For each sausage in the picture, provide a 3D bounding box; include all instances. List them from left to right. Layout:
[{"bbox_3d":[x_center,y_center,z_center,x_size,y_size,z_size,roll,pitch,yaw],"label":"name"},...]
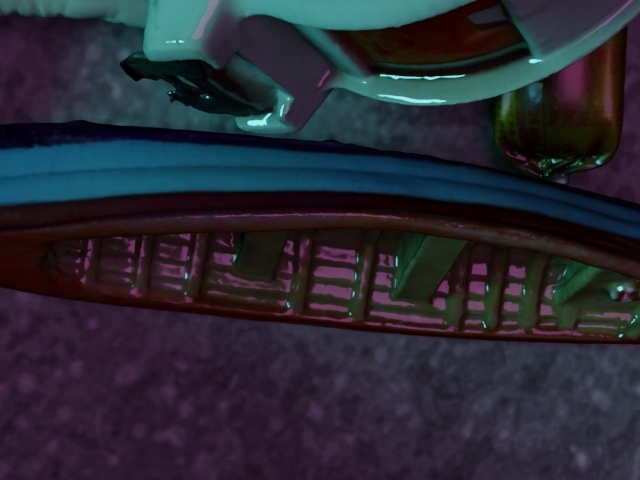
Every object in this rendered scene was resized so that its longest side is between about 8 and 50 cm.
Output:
[{"bbox_3d":[0.132,-0.200,0.560,0.082,0.082,0.371,0,95,-10],"label":"sausage"}]

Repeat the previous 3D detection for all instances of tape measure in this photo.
[{"bbox_3d":[0.051,-0.173,0.474,0.246,0.125,0.243,4,76,28],"label":"tape measure"}]

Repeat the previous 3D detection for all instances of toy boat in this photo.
[{"bbox_3d":[0.000,0.000,0.539,0.392,0.136,0.079,7,63,-7],"label":"toy boat"}]

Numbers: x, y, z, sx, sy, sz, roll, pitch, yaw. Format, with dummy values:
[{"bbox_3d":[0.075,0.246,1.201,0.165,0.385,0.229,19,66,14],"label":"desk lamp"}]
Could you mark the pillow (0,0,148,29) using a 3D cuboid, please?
[{"bbox_3d":[-0.141,-0.221,0.507,0.144,0.078,0.253,-4,97,-9],"label":"pillow"}]
